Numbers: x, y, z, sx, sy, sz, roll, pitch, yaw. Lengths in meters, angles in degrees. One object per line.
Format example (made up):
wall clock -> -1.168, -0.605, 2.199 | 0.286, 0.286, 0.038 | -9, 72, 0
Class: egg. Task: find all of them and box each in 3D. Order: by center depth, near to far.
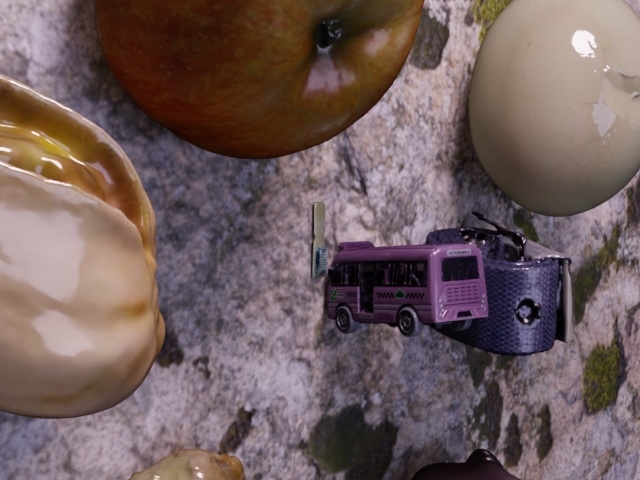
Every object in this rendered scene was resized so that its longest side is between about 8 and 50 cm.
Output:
egg -> 0.277, -0.161, 1.317 | 0.219, 0.219, 0.269 | -2, 101, -44

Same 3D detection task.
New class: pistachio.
pistachio -> -0.241, 0.006, 0.866 | 0.238, 0.229, 0.321 | -35, 127, 16

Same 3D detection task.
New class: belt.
belt -> 0.188, 0.041, 1.283 | 0.140, 0.230, 0.126 | -1, 100, -12

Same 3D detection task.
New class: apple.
apple -> -0.038, -0.216, 0.982 | 0.277, 0.250, 0.309 | -26, 119, -38

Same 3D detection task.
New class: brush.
brush -> 0.000, 0.000, 1.235 | 0.016, 0.013, 0.083 | -9, 104, -40

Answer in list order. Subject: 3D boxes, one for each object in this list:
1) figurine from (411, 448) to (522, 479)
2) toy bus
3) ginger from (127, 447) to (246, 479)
figurine -> 0.224, 0.399, 1.412 | 0.365, 0.206, 0.218 | 33, 91, -45
toy bus -> 0.087, 0.047, 1.217 | 0.087, 0.178, 0.098 | -4, 91, -39
ginger -> -0.117, 0.315, 1.123 | 0.276, 0.130, 0.221 | 26, 73, -50
